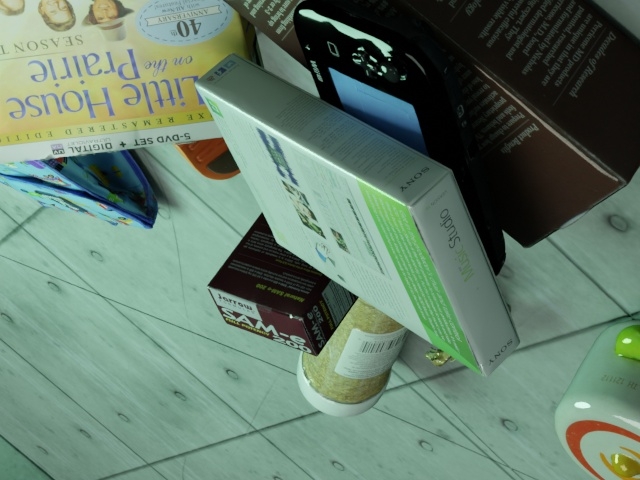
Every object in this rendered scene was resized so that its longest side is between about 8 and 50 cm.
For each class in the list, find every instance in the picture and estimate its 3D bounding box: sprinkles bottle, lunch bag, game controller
[{"bbox_3d":[0.052,0.099,2.044,0.121,0.121,0.355,32,152,8],"label":"sprinkles bottle"},{"bbox_3d":[-0.354,-0.113,2.211,0.221,0.138,0.293,9,154,41],"label":"lunch bag"},{"bbox_3d":[0.073,-0.086,1.488,0.166,0.067,0.319,19,149,32],"label":"game controller"}]

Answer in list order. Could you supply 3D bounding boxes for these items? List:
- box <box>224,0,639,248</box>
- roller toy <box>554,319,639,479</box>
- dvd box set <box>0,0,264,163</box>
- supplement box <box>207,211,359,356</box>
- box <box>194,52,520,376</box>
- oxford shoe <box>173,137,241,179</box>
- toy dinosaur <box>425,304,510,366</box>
[{"bbox_3d":[0.116,-0.181,1.508,0.381,0.143,0.191,41,153,-5],"label":"box"},{"bbox_3d":[0.360,0.197,1.809,0.209,0.146,0.191,40,153,-9],"label":"roller toy"},{"bbox_3d":[-0.236,-0.275,1.589,0.308,0.062,0.420,-6,124,9],"label":"dvd box set"},{"bbox_3d":[0.000,0.000,1.814,0.130,0.239,0.073,18,148,32],"label":"supplement box"},{"bbox_3d":[0.032,-0.028,1.547,0.322,0.058,0.232,34,158,44],"label":"box"},{"bbox_3d":[-0.188,-0.202,1.810,0.133,0.130,0.363,44,171,37],"label":"oxford shoe"},{"bbox_3d":[0.178,0.100,1.927,0.053,0.092,0.183,35,153,1],"label":"toy dinosaur"}]
